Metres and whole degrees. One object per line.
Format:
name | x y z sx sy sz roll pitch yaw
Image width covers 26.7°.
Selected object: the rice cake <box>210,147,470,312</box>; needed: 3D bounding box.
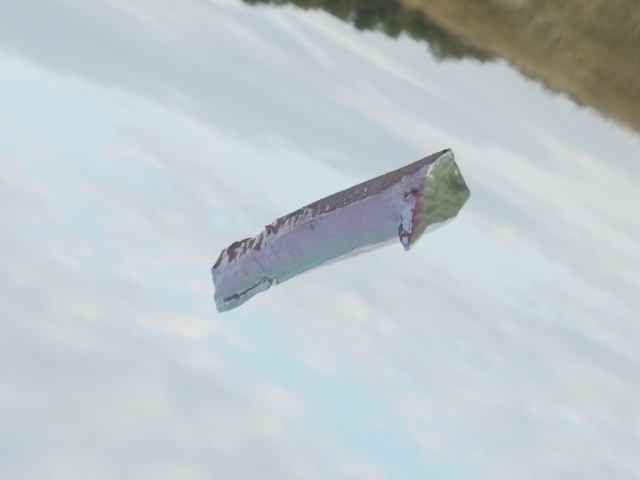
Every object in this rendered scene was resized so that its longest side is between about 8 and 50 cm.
rice cake | 0.001 -0.002 0.993 0.051 0.081 0.290 48 147 -14
